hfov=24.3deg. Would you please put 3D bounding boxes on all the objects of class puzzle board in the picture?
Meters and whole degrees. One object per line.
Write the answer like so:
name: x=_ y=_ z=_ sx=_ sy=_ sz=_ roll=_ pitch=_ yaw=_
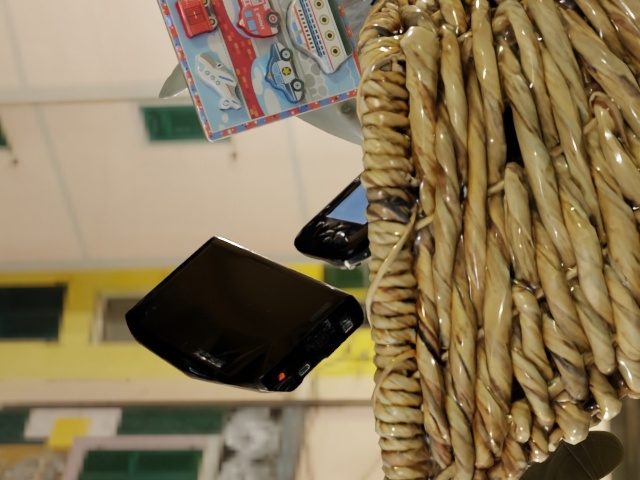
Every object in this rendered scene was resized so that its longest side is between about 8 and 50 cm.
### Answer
puzzle board: x=-0.035 y=-0.125 z=0.775 sx=0.128 sy=0.096 sz=0.011 roll=71 pitch=160 yaw=0

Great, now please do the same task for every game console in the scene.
game console: x=0.000 y=0.000 z=1.388 sx=0.361 sy=0.213 sz=0.044 roll=-43 pitch=-53 yaw=-22

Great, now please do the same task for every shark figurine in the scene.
shark figurine: x=-0.057 y=-0.126 z=0.999 sx=0.166 sy=0.116 sz=0.278 roll=49 pitch=-179 yaw=-15

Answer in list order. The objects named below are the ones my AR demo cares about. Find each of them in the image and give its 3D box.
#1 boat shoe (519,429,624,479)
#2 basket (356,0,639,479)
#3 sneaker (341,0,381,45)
boat shoe: x=0.240 y=0.239 z=1.532 sx=0.049 sy=0.152 sz=0.056 roll=118 pitch=130 yaw=-67
basket: x=0.071 y=-0.009 z=0.711 sx=0.213 sy=0.223 sz=0.299 roll=55 pitch=-179 yaw=7
sneaker: x=0.053 y=-0.176 z=1.146 sx=0.086 sy=0.229 sz=0.132 roll=-75 pitch=13 yaw=-51
